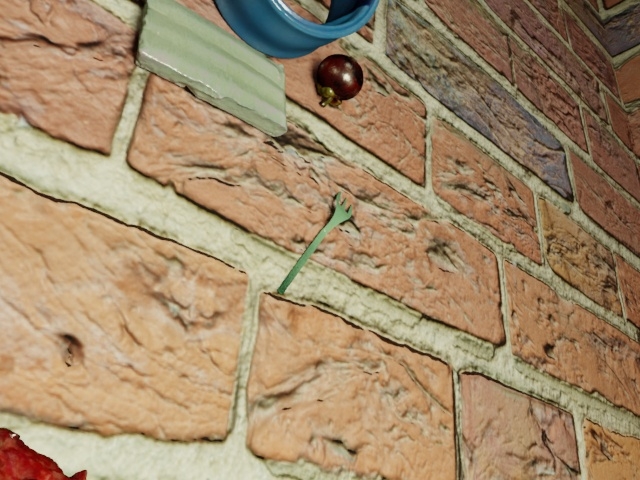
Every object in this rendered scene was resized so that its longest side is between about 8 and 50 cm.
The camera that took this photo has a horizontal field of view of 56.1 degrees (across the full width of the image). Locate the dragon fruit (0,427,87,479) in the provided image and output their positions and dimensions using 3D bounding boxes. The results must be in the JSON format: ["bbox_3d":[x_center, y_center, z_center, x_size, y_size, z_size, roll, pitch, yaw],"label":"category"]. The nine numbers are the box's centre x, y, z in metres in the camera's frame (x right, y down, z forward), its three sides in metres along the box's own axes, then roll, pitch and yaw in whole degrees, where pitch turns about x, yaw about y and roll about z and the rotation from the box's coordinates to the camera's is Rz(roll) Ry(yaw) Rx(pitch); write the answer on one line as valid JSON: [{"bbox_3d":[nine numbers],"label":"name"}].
[{"bbox_3d":[-0.251,0.239,0.323,0.298,0.244,0.244,-37,98,-29],"label":"dragon fruit"}]

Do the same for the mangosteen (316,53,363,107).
[{"bbox_3d":[0.031,-0.264,0.985,0.081,0.081,0.081,22,55,-36],"label":"mangosteen"}]

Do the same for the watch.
[{"bbox_3d":[-0.061,-0.396,0.866,0.305,0.241,0.275,-45,115,-22],"label":"watch"}]

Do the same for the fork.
[{"bbox_3d":[0.001,-0.001,0.862,0.039,0.021,0.235,47,43,-13],"label":"fork"}]

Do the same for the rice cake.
[{"bbox_3d":[-0.139,-0.236,0.824,0.237,0.043,0.127,20,58,-37],"label":"rice cake"}]
